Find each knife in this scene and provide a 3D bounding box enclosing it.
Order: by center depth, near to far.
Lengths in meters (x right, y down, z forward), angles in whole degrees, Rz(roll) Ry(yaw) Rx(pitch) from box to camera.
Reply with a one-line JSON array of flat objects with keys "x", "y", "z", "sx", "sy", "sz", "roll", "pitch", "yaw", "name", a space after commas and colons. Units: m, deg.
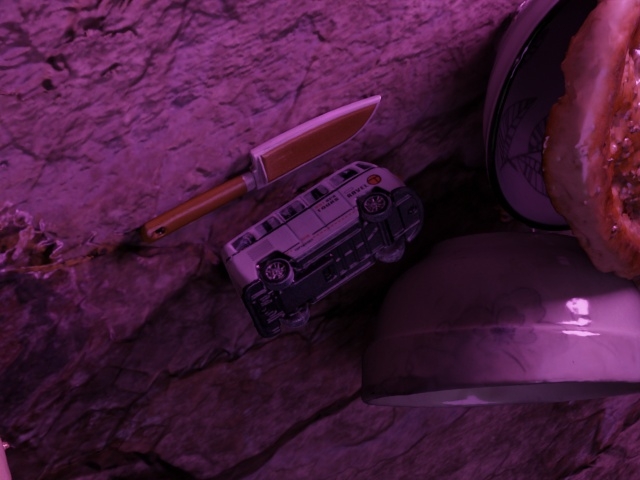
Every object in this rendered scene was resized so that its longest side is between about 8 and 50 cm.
[{"x": -0.050, "y": -0.066, "z": 1.430, "sx": 0.256, "sy": 0.022, "sz": 0.046, "roll": -29, "pitch": 136, "yaw": -15, "name": "knife"}]

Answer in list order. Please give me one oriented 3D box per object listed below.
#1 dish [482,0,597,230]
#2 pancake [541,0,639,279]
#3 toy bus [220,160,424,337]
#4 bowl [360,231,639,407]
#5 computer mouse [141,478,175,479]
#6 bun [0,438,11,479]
[{"x": 0.259, "y": -0.167, "z": 1.526, "sx": 0.316, "sy": 0.106, "sz": 0.316, "roll": -22, "pitch": 134, "yaw": -25, "name": "dish"}, {"x": 0.323, "y": -0.126, "z": 1.457, "sx": 0.356, "sy": 0.065, "sz": 0.356, "roll": -22, "pitch": 122, "yaw": -40, "name": "pancake"}, {"x": 0.000, "y": 0.000, "z": 1.479, "sx": 0.194, "sy": 0.089, "sz": 0.087, "roll": -34, "pitch": 143, "yaw": -9, "name": "toy bus"}, {"x": 0.192, "y": 0.086, "z": 1.605, "sx": 0.307, "sy": 0.163, "sz": 0.307, "roll": 0, "pitch": 168, "yaw": 0, "name": "bowl"}, {"x": -0.166, "y": 0.395, "z": 1.595, "sx": 0.184, "sy": 0.121, "sz": 0.297, "roll": 6, "pitch": 91, "yaw": -29, "name": "computer mouse"}, {"x": -0.369, "y": 0.199, "z": 1.318, "sx": 0.229, "sy": 0.229, "sz": 0.145, "roll": -5, "pitch": 86, "yaw": -36, "name": "bun"}]
